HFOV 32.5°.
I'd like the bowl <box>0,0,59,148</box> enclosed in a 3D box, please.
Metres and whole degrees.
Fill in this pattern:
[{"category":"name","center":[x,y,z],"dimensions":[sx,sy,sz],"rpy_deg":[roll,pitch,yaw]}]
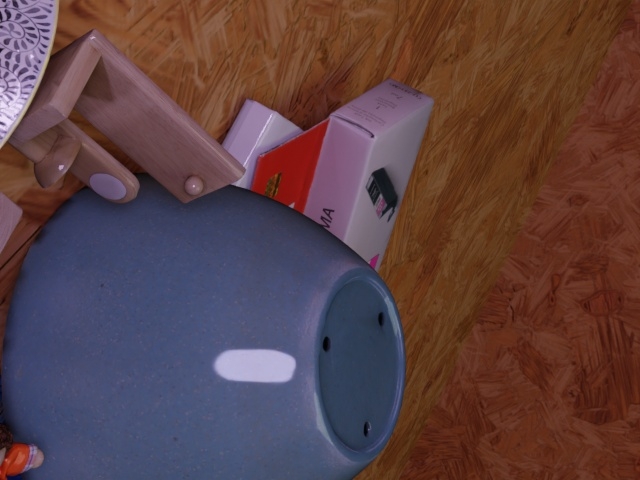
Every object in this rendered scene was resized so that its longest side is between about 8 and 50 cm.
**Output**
[{"category":"bowl","center":[-0.208,-0.099,0.501],"dimensions":[0.170,0.080,0.170],"rpy_deg":[-51,158,-29]}]

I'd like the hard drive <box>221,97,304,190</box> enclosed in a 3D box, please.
[{"category":"hard drive","center":[-0.094,0.031,1.033],"dimensions":[0.308,0.040,0.203],"rpy_deg":[-62,161,2]}]

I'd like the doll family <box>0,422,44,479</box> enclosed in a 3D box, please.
[{"category":"doll family","center":[-0.294,0.140,0.617],"dimensions":[0.262,0.118,0.163],"rpy_deg":[-21,146,-35]}]

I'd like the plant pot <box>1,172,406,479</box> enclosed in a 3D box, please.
[{"category":"plant pot","center":[-0.054,0.089,0.794],"dimensions":[0.290,0.195,0.290],"rpy_deg":[9,80,-59]}]

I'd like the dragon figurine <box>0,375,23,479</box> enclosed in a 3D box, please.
[{"category":"dragon figurine","center":[-0.229,0.155,0.797],"dimensions":[0.289,0.085,0.144],"rpy_deg":[-24,139,-61]}]

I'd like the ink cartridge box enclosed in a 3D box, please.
[{"category":"ink cartridge box","center":[0.000,0.000,1.077],"dimensions":[0.239,0.060,0.275],"rpy_deg":[-38,151,-51]}]

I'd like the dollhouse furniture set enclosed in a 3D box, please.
[{"category":"dollhouse furniture set","center":[-0.153,-0.003,0.626],"dimensions":[0.123,0.144,0.151],"rpy_deg":[42,47,-30]}]
